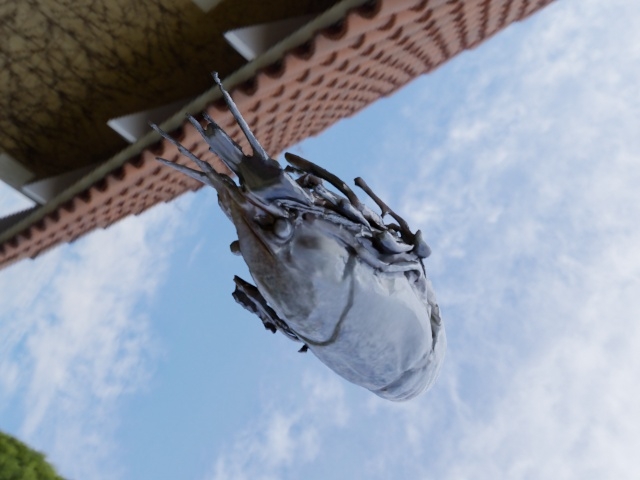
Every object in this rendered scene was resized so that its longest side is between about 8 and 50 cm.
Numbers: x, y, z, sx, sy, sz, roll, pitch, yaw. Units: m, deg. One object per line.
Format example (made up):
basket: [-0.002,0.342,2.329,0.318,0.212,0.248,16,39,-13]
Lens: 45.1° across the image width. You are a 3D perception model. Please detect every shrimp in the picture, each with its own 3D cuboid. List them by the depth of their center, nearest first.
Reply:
shrimp: [0.003,0.004,0.586,0.116,0.343,0.145,-6,-130,40]
